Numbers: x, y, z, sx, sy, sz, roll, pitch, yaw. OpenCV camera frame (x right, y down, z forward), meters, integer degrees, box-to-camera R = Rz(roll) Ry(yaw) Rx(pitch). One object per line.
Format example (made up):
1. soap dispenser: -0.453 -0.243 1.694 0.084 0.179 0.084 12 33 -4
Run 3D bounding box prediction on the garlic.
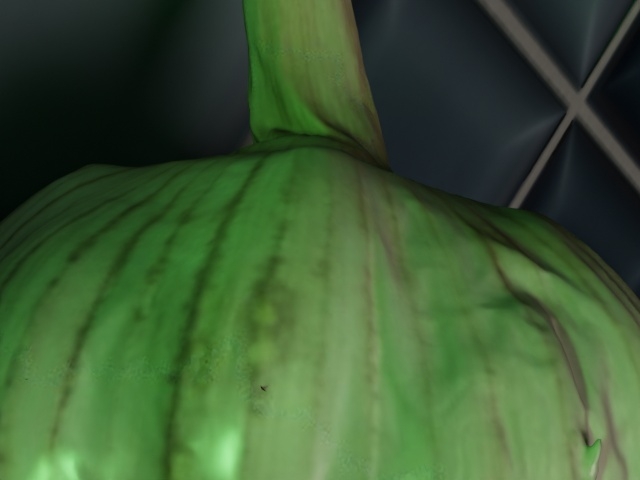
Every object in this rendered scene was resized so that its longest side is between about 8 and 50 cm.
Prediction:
1. garlic: 0.000 0.000 0.430 0.199 0.199 0.226 20 70 -58
